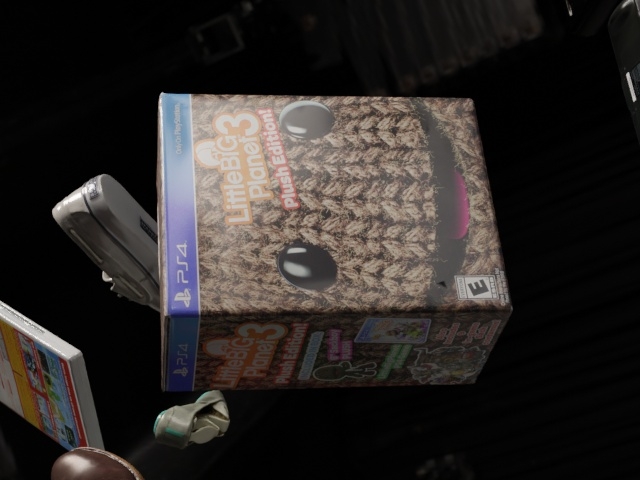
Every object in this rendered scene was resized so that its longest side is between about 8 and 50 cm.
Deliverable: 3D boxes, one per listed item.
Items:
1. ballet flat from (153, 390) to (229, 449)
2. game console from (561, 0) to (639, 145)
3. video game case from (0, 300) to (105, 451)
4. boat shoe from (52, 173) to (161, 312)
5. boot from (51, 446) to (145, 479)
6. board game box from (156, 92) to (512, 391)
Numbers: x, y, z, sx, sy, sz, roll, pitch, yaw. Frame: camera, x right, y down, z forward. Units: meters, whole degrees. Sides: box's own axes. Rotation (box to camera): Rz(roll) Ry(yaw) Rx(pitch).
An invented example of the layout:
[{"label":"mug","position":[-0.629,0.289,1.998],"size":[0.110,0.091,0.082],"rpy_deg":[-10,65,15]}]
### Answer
[{"label":"ballet flat","position":[-0.171,0.269,1.820],"size":[0.213,0.068,0.072],"rpy_deg":[-5,-69,-70]},{"label":"game console","position":[0.333,-0.241,1.322],"size":[0.213,0.043,0.361],"rpy_deg":[114,152,-61]},{"label":"video game case","position":[-0.420,0.190,1.785],"size":[0.025,0.285,0.204],"rpy_deg":[-33,-48,-35]},{"label":"boat shoe","position":[-0.232,0.032,1.555],"size":[0.267,0.088,0.096],"rpy_deg":[51,-161,-41]},{"label":"boot","position":[-0.255,0.263,1.204],"size":[0.206,0.090,0.248],"rpy_deg":[25,-172,-44]},{"label":"board game box","position":[0.000,0.000,1.117],"size":[0.141,0.290,0.232],"rpy_deg":[103,163,-56]}]
